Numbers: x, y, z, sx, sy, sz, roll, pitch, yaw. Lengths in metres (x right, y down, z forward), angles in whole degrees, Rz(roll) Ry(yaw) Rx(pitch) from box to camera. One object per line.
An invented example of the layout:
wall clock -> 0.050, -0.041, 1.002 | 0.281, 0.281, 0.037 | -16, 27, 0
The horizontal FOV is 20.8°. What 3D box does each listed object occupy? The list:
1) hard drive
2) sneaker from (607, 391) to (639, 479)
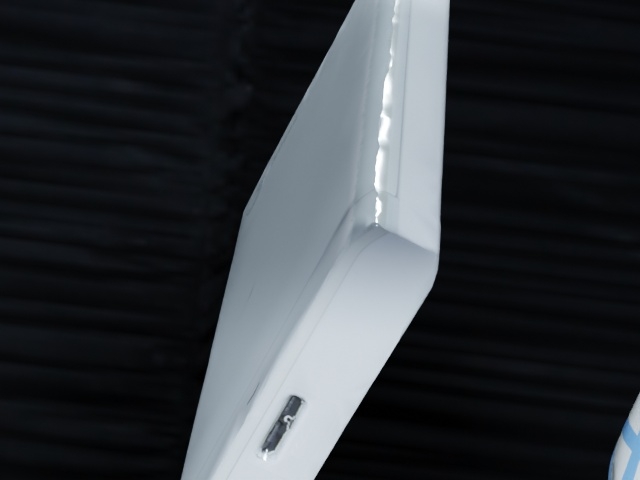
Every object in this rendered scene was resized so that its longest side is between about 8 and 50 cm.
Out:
hard drive -> 0.000, 0.000, 0.819 | 0.203, 0.040, 0.307 | -60, -169, 29
sneaker -> 0.190, 0.073, 0.775 | 0.086, 0.085, 0.237 | 154, -46, -69
